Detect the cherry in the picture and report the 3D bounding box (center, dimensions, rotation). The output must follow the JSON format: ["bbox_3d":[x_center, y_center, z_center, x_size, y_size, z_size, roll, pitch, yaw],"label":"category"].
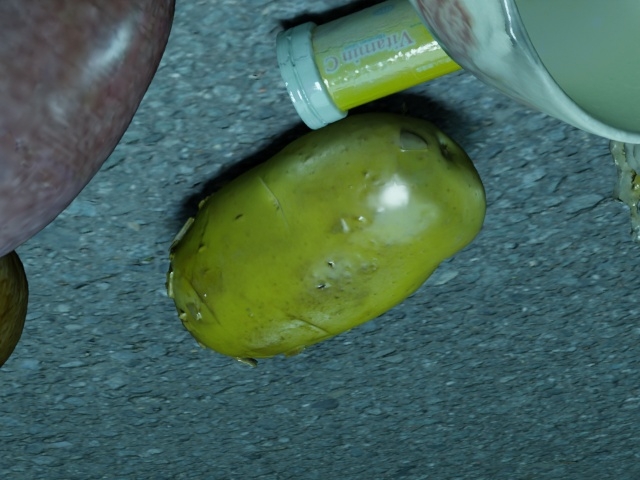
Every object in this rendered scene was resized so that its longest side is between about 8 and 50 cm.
[{"bbox_3d":[-0.209,-0.118,0.817,0.307,0.261,0.221,-37,164,-12],"label":"cherry"}]

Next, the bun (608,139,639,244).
[{"bbox_3d":[0.291,-0.115,1.032,0.281,0.205,0.281,-39,179,0],"label":"bun"}]

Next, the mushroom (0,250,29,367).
[{"bbox_3d":[-0.368,0.010,1.093,0.345,0.239,0.345,8,137,7],"label":"mushroom"}]

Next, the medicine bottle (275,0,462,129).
[{"bbox_3d":[0.082,-0.143,1.063,0.218,0.074,0.074,-18,154,16],"label":"medicine bottle"}]

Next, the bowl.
[{"bbox_3d":[0.128,-0.194,0.786,0.277,0.277,0.145,17,-179,-43],"label":"bowl"}]

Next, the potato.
[{"bbox_3d":[0.000,0.000,1.265,0.173,0.140,0.300,24,135,-39],"label":"potato"}]
